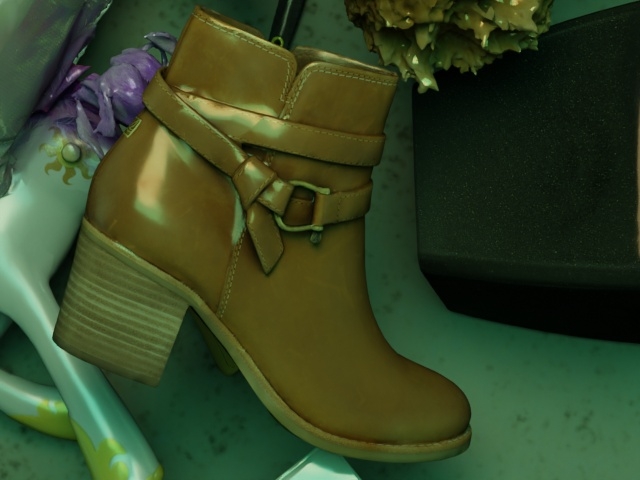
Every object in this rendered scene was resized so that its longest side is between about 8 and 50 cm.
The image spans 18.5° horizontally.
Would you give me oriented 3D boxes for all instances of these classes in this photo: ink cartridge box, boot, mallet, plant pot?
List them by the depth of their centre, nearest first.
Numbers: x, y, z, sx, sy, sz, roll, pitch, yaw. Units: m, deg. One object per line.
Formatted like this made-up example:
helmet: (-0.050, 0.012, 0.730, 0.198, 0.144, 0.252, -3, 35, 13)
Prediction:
boot: (0.000, 0.000, 1.171, 0.283, 0.109, 0.220, 21, 98, -14)
ink cartridge box: (0.017, 0.188, 1.241, 0.056, 0.135, 0.099, -38, 77, -6)
plant pot: (0.152, -0.034, 1.286, 0.167, 0.188, 0.187, -5, 74, 13)
mallet: (-0.017, -0.216, 1.408, 0.062, 0.039, 0.190, 22, 80, 7)

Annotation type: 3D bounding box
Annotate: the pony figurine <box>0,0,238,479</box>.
pony figurine: (-0.172, -0.050, 1.266, 0.363, 0.303, 0.351, 40, 87, -4)

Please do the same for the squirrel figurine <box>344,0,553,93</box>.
squirrel figurine: (0.093, -0.289, 1.217, 0.281, 0.370, 0.397, 35, 60, 1)
